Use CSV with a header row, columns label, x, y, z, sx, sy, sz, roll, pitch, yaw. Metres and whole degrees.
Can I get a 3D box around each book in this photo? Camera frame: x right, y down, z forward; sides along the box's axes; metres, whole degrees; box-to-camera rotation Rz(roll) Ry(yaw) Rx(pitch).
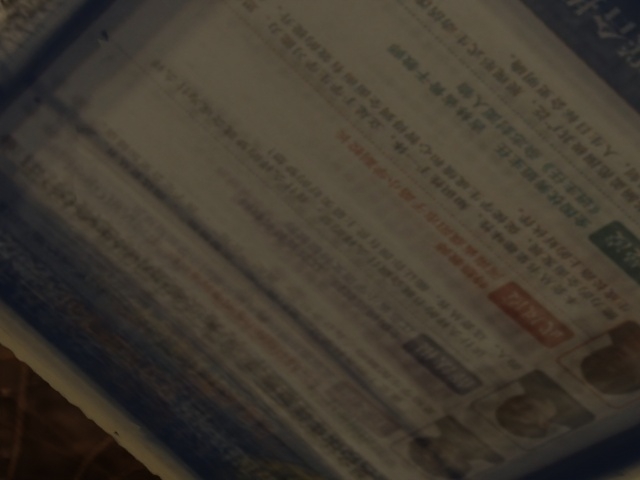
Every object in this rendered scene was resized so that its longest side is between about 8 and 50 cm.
label,x,y,z,sx,sy,sz,roll,pitch,yaw
book,0.018,-0.011,0.463,0.228,0.018,0.322,43,136,-14
